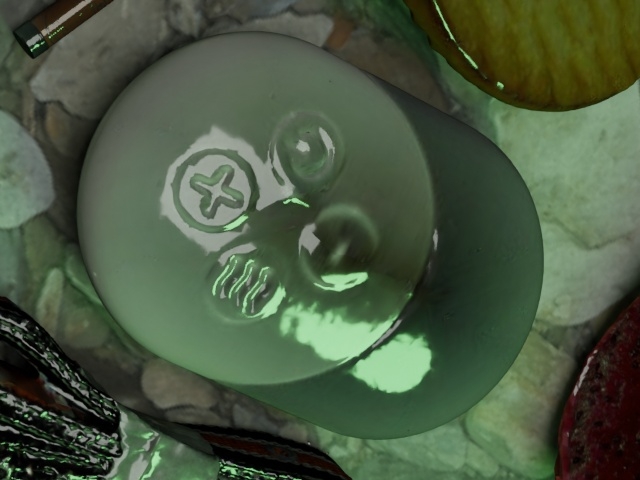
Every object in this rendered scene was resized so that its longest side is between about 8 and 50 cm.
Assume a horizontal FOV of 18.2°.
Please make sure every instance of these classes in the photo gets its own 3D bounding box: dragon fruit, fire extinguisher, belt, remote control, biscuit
[{"bbox_3d":[0.293,0.125,1.423,0.211,0.134,0.262,35,100,-35],"label":"dragon fruit"},{"bbox_3d":[-0.151,-0.144,1.242,0.083,0.022,0.028,-38,149,-13],"label":"fire extinguisher"},{"bbox_3d":[-0.113,0.138,1.266,0.360,0.094,0.126,24,88,-25],"label":"belt"},{"bbox_3d":[0.000,0.000,1.284,0.332,0.103,0.221,25,91,-26],"label":"remote control"},{"bbox_3d":[0.157,-0.240,1.293,0.318,0.040,0.318,-9,103,-41],"label":"biscuit"}]
